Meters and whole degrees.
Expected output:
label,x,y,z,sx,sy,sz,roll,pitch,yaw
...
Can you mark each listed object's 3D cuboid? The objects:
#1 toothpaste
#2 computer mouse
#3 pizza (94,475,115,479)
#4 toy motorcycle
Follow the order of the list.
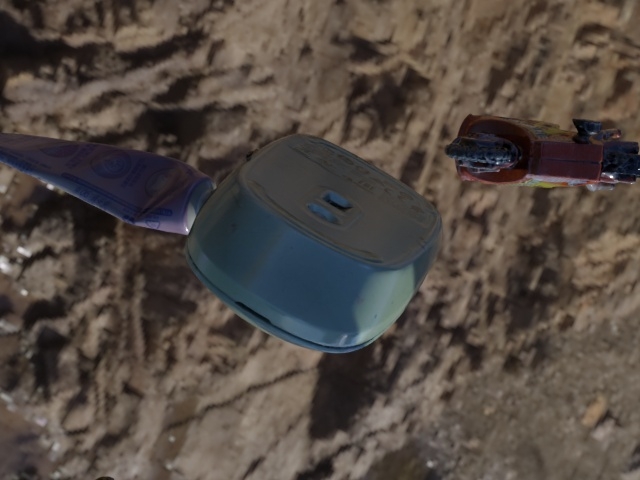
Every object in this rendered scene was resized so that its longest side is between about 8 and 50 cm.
label,x,y,z,sx,sy,sz,roll,pitch,yaw
toothpaste,-0.199,-0.058,1.049,0.075,0.301,0.048,-39,142,-57
computer mouse,-0.003,0.005,0.915,0.097,0.159,0.288,-63,174,17
pizza,-0.290,0.295,1.254,0.185,0.195,0.052,-41,120,-24
toy motorcycle,0.283,-0.112,1.602,0.298,0.171,0.089,3,92,-19
